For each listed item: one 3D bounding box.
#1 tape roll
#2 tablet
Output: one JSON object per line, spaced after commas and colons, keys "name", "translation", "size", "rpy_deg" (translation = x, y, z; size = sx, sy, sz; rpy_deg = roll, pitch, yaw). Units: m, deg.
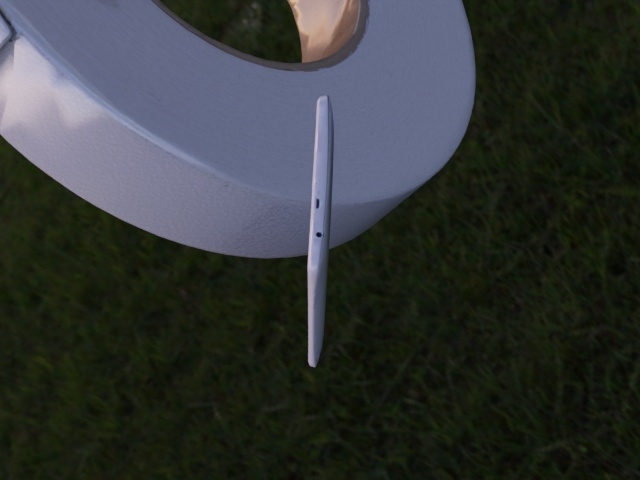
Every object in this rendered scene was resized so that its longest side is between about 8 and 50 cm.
{"name": "tape roll", "translation": [-0.073, -0.170, 0.785], "size": [0.072, 0.392, 0.392], "rpy_deg": [-39, 50, 41]}
{"name": "tablet", "translation": [0.000, 0.000, 0.380], "size": [0.006, 0.083, 0.054], "rpy_deg": [3, 66, 1]}
